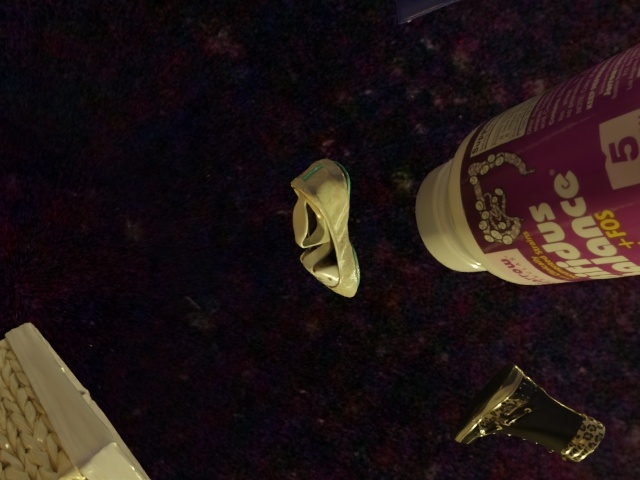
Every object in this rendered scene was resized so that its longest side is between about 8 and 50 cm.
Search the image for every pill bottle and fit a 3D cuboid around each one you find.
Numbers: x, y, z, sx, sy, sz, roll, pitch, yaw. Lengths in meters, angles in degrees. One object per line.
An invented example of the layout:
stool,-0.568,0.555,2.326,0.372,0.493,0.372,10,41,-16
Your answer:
pill bottle,0.220,-0.049,0.437,0.169,0.301,0.169,5,79,-25

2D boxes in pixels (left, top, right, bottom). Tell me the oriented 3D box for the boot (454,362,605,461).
boot,0.352,0.332,0.894,0.179,0.236,0.085,30,45,13

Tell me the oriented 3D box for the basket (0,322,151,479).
basket,-0.208,0.160,0.373,0.103,0.167,0.113,-38,134,-27

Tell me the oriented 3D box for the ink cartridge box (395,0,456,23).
ink cartridge box,0.081,-0.426,0.478,0.151,0.270,0.395,-38,115,-48

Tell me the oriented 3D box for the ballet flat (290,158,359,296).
ballet flat,0.000,0.000,0.471,0.052,0.057,0.168,-33,137,-24
